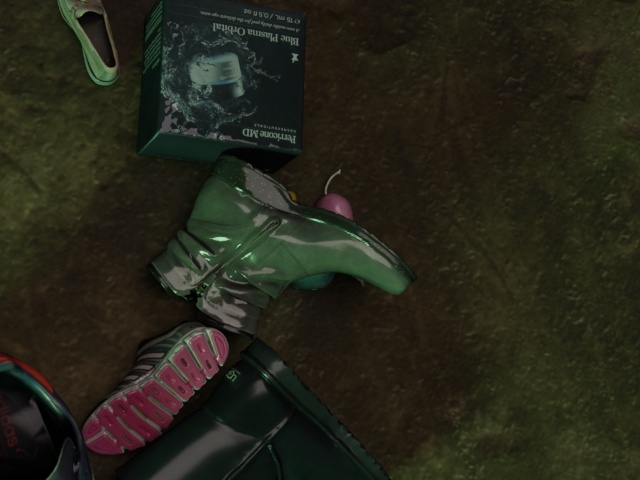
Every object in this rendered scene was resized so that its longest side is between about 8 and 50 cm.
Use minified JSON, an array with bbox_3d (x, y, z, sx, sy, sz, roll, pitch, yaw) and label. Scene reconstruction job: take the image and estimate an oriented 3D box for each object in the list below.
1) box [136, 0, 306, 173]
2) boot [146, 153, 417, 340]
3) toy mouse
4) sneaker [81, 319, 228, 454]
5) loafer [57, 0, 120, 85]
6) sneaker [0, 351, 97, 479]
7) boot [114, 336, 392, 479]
[{"bbox_3d":[-0.102,-0.164,1.289,0.156,0.093,0.158,6,77,-21],"label":"box"},{"bbox_3d":[-0.040,0.035,1.258,0.247,0.083,0.161,28,84,-1],"label":"boot"},{"bbox_3d":[0.000,0.000,1.327,0.143,0.031,0.161,44,66,-8],"label":"toy mouse"},{"bbox_3d":[-0.166,0.140,1.215,0.170,0.075,0.063,-43,115,-3],"label":"sneaker"},{"bbox_3d":[-0.236,-0.224,1.276,0.045,0.039,0.125,-21,87,-24],"label":"loafer"},{"bbox_3d":[-0.241,0.254,1.106,0.131,0.148,0.350,-33,92,-25],"label":"sneaker"},{"bbox_3d":[-0.062,0.242,1.217,0.207,0.094,0.246,-45,118,-8],"label":"boot"}]
